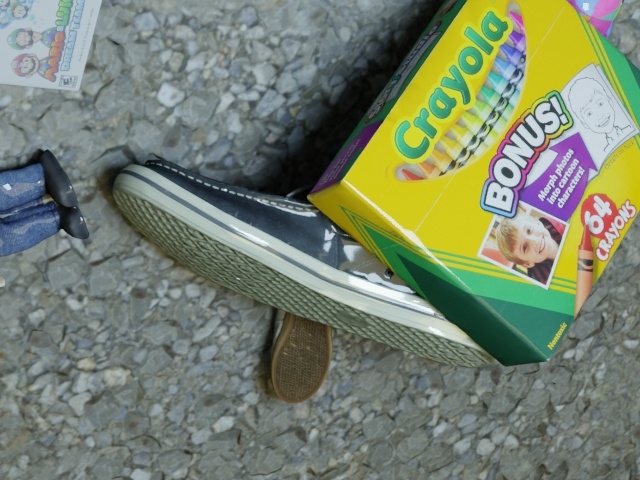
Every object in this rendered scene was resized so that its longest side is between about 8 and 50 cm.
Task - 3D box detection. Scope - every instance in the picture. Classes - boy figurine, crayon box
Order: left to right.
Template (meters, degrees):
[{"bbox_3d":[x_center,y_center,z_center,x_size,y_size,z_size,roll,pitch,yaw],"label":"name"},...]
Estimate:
[{"bbox_3d":[-0.404,-0.005,1.887,0.285,0.092,0.177,-23,131,-17],"label":"boy figurine"},{"bbox_3d":[0.211,-0.095,1.973,0.313,0.106,0.363,41,67,-15],"label":"crayon box"}]

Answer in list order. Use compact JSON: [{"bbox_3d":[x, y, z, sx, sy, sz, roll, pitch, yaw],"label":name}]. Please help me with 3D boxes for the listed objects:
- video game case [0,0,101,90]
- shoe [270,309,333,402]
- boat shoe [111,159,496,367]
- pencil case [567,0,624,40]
[{"bbox_3d":[-0.306,-0.236,1.830,0.143,0.019,0.157,3,119,-29],"label":"video game case"},{"bbox_3d":[-0.019,0.105,2.180,0.076,0.058,0.219,7,119,-5],"label":"shoe"},{"bbox_3d":[0.000,0.000,2.021,0.500,0.187,0.156,20,74,-12],"label":"boat shoe"},{"bbox_3d":[0.346,-0.345,2.056,0.104,0.104,0.236,12,116,-33],"label":"pencil case"}]
